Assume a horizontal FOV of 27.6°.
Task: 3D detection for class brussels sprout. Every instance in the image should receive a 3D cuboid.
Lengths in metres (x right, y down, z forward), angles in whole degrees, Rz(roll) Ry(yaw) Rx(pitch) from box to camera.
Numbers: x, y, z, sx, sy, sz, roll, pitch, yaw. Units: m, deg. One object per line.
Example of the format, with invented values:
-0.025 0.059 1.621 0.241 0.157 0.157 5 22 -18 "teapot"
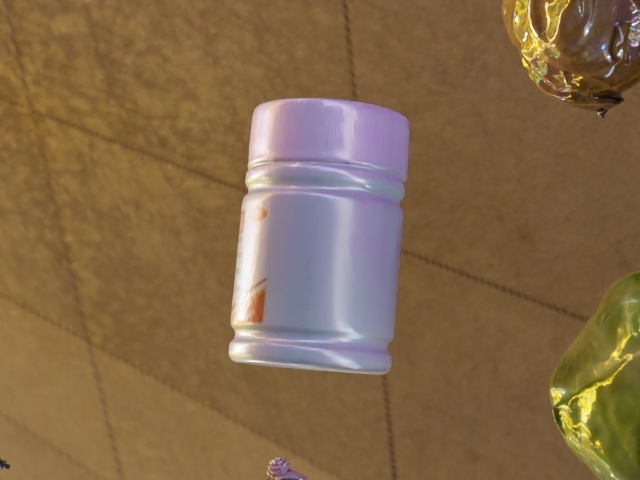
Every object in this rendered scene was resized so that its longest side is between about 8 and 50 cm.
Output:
0.407 0.171 1.444 0.247 0.328 0.328 -33 90 43 "brussels sprout"

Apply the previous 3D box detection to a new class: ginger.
0.357 -0.315 1.766 0.223 0.200 0.269 123 150 -42 "ginger"

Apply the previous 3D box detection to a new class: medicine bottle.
0.000 0.000 1.591 0.202 0.202 0.316 -3 79 50 "medicine bottle"

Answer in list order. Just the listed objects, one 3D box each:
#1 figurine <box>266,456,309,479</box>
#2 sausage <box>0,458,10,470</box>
-0.051 0.314 1.473 0.072 0.129 0.054 39 142 -20 "figurine"
-0.417 0.229 1.341 0.198 0.028 0.025 1 116 6 "sausage"
